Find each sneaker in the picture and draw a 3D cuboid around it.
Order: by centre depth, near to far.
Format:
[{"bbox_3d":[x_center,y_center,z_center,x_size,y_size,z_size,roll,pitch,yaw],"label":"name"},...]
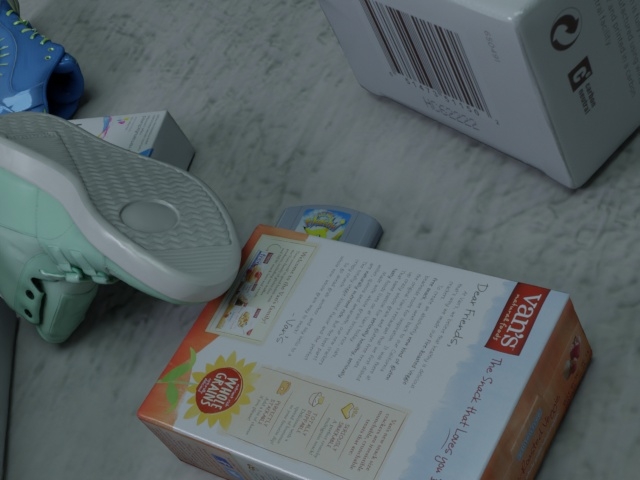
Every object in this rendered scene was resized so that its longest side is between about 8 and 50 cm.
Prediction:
[{"bbox_3d":[-0.149,0.018,0.806,0.094,0.151,0.256,-20,37,-39],"label":"sneaker"},{"bbox_3d":[-0.276,-0.160,1.067,0.126,0.091,0.240,-4,48,1],"label":"sneaker"}]

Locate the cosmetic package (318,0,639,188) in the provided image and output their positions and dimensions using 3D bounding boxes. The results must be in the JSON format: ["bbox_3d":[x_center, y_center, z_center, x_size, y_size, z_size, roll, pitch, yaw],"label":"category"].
[{"bbox_3d":[0.227,-0.273,0.822,0.453,0.161,0.230,-44,45,-12],"label":"cosmetic package"}]

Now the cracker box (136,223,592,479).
[{"bbox_3d":[0.024,0.087,0.688,0.232,0.067,0.156,13,60,37],"label":"cracker box"}]

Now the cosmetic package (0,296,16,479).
[{"bbox_3d":[-0.348,0.134,0.799,0.224,0.138,0.225,-21,44,11],"label":"cosmetic package"}]

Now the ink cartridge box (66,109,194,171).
[{"bbox_3d":[-0.177,-0.053,0.927,0.122,0.052,0.088,-3,51,28],"label":"ink cartridge box"}]

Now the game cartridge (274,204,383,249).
[{"bbox_3d":[0.000,0.000,0.812,0.083,0.017,0.056,7,52,32],"label":"game cartridge"}]
